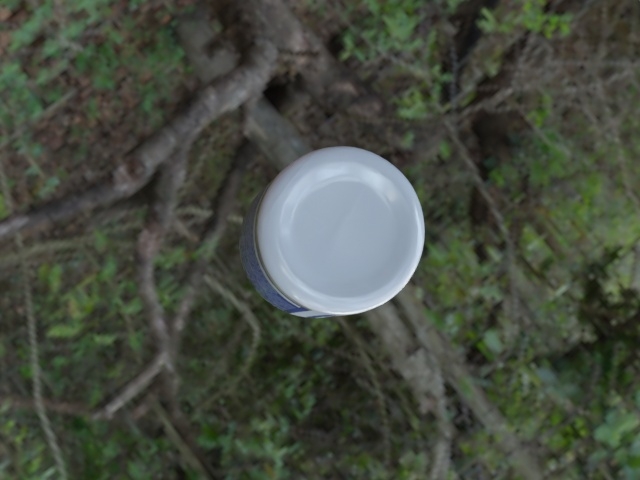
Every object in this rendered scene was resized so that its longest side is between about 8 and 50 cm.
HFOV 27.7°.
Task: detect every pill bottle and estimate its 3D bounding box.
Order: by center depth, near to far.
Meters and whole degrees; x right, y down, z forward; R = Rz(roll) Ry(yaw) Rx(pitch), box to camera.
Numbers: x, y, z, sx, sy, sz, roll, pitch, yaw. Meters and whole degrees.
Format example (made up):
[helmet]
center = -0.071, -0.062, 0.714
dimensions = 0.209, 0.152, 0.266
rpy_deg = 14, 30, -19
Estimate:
[pill bottle]
center = 0.000, 0.000, 1.272
dimensions = 0.153, 0.153, 0.265
rpy_deg = -37, -178, -11
